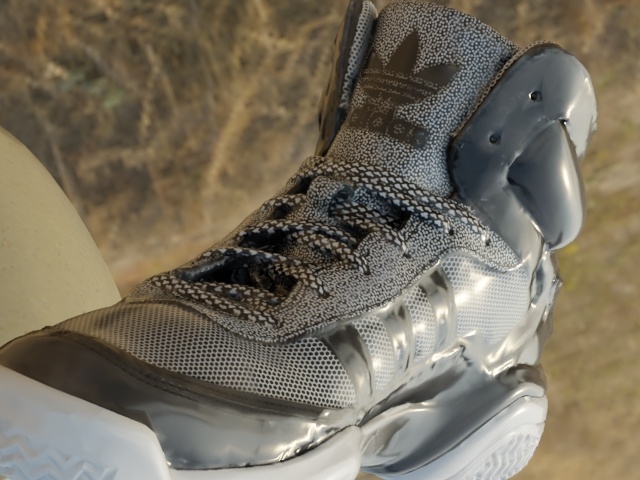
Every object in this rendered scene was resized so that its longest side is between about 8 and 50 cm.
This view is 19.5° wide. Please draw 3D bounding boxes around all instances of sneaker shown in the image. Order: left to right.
[{"bbox_3d":[0.000,0.000,0.556,0.101,0.153,0.268,19,-171,30],"label":"sneaker"}]

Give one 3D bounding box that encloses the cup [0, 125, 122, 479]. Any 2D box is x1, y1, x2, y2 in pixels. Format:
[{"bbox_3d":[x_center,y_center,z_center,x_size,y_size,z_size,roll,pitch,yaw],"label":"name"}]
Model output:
[{"bbox_3d":[-0.211,0.120,0.935,0.331,0.237,0.331,-21,129,-28],"label":"cup"}]
